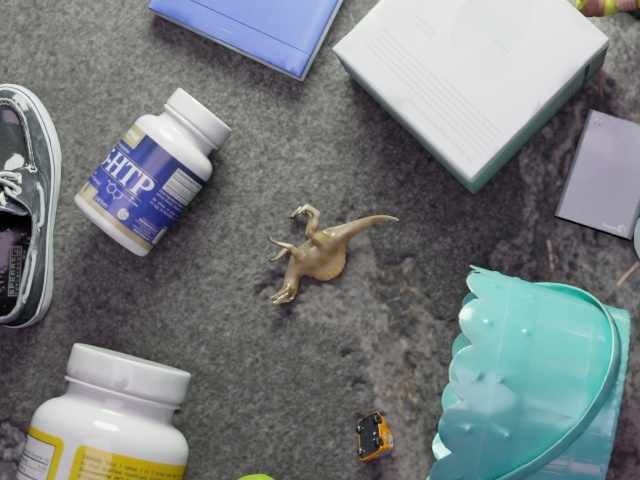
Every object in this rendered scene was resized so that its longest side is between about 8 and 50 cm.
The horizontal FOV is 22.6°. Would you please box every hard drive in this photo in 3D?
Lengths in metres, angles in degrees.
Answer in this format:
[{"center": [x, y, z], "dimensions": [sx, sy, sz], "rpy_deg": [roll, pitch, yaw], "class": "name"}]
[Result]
[{"center": [-0.047, -0.381, 1.951], "dimensions": [0.210, 0.040, 0.318], "rpy_deg": [26, 88, 9], "class": "hard drive"}, {"center": [0.340, -0.077, 1.881], "dimensions": [0.094, 0.022, 0.135], "rpy_deg": [18, 87, 9], "class": "hard drive"}]

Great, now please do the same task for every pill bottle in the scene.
[{"center": [-0.195, -0.084, 1.906], "dimensions": [0.112, 0.112, 0.186], "rpy_deg": [39, 90, 9], "class": "pill bottle"}, {"center": [-0.260, 0.296, 1.840], "dimensions": [0.188, 0.188, 0.333], "rpy_deg": [15, 87, 9], "class": "pill bottle"}]

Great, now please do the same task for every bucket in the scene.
[{"center": [0.226, 0.174, 1.756], "dimensions": [0.183, 0.281, 0.281], "rpy_deg": [11, 86, 5], "class": "bucket"}]

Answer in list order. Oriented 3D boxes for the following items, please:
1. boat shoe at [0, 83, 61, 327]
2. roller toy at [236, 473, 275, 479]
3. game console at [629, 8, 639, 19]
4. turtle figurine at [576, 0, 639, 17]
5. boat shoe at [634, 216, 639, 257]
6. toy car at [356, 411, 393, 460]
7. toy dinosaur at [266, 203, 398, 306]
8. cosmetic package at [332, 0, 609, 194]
[{"center": [-0.380, -0.046, 1.931], "dimensions": [0.108, 0.102, 0.301], "rpy_deg": [0, 85, 7], "class": "boat shoe"}, {"center": [-0.059, 0.391, 1.826], "dimensions": [0.191, 0.146, 0.209], "rpy_deg": [37, 96, 18], "class": "roller toy"}, {"center": [0.418, -0.310, 1.885], "dimensions": [0.213, 0.044, 0.361], "rpy_deg": [-45, 81, 0], "class": "game console"}, {"center": [0.407, -0.310, 1.820], "dimensions": [0.217, 0.087, 0.269], "rpy_deg": [8, 93, 15], "class": "turtle figurine"}, {"center": [0.512, 0.013, 1.808], "dimensions": [0.306, 0.105, 0.113], "rpy_deg": [5, 96, 32], "class": "boat shoe"}, {"center": [0.042, 0.261, 1.891], "dimensions": [0.040, 0.060, 0.122], "rpy_deg": [32, 111, -33], "class": "toy car"}, {"center": [0.000, 0.000, 1.913], "dimensions": [0.183, 0.053, 0.092], "rpy_deg": [-39, 96, 10], "class": "toy dinosaur"}, {"center": [0.174, -0.212, 1.857], "dimensions": [0.225, 0.138, 0.224], "rpy_deg": [-45, 81, 0], "class": "cosmetic package"}]
